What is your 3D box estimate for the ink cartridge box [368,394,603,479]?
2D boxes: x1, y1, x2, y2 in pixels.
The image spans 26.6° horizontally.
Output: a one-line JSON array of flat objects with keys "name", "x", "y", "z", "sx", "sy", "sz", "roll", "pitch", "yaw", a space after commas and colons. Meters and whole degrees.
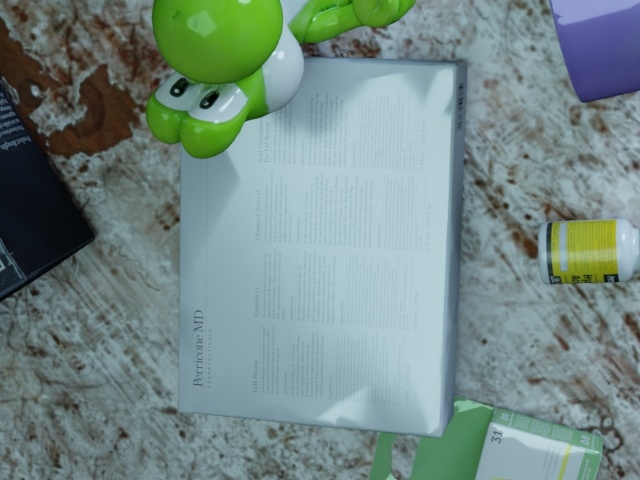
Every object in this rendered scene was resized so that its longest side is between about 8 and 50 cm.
[{"name": "ink cartridge box", "x": 0.168, "y": 0.260, "z": 1.457, "sx": 0.235, "sy": 0.056, "sz": 0.171, "roll": 15, "pitch": 107, "yaw": 10}]

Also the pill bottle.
[{"name": "pill bottle", "x": 0.279, "y": 0.010, "z": 1.355, "sx": 0.116, "sy": 0.065, "sz": 0.065, "roll": -3, "pitch": 103, "yaw": 16}]

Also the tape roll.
[{"name": "tape roll", "x": 0.258, "y": -0.225, "z": 1.234, "sx": 0.080, "sy": 0.189, "sz": 0.189, "roll": -11, "pitch": 101, "yaw": 17}]

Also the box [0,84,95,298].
[{"name": "box", "x": -0.463, "y": -0.036, "z": 1.485, "sx": 0.296, "sy": 0.183, "sz": 0.294, "roll": -29, "pitch": 94, "yaw": 22}]

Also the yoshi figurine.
[{"name": "yoshi figurine", "x": -0.036, "y": -0.239, "z": 1.216, "sx": 0.204, "sy": 0.362, "sz": 0.203, "roll": -2, "pitch": 137, "yaw": 46}]

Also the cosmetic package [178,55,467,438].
[{"name": "cosmetic package", "x": 0.000, "y": 0.000, "z": 1.398, "sx": 0.285, "sy": 0.097, "sz": 0.377, "roll": 4, "pitch": 99, "yaw": 13}]
